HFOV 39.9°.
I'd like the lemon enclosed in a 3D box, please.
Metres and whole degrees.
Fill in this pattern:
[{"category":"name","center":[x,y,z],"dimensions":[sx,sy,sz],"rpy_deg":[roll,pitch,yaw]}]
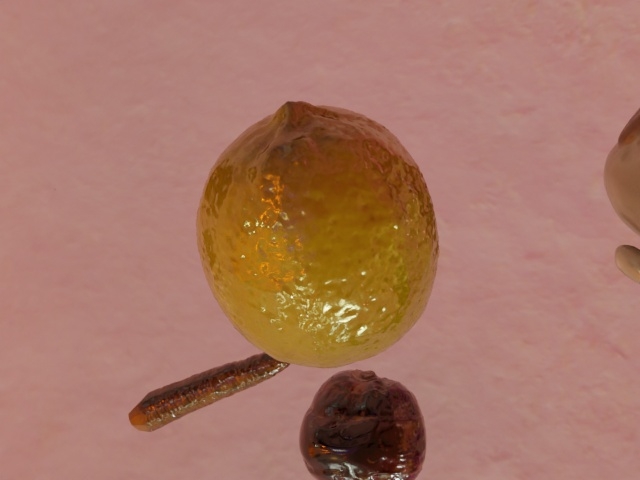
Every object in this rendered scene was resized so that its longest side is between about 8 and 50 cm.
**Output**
[{"category":"lemon","center":[0.001,-0.003,0.640],"dimensions":[0.181,0.180,0.193],"rpy_deg":[6,111,-17]}]

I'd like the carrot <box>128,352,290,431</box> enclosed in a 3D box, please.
[{"category":"carrot","center":[-0.184,0.245,1.490],"dimensions":[0.314,0.066,0.066],"rpy_deg":[-25,101,16]}]

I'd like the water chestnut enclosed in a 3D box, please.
[{"category":"water chestnut","center":[0.090,0.416,1.871],"dimensions":[0.289,0.289,0.244],"rpy_deg":[-37,139,-12]}]

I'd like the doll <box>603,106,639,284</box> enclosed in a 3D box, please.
[{"category":"doll","center":[0.455,-0.137,0.969],"dimensions":[0.215,0.226,0.370],"rpy_deg":[15,115,4]}]
